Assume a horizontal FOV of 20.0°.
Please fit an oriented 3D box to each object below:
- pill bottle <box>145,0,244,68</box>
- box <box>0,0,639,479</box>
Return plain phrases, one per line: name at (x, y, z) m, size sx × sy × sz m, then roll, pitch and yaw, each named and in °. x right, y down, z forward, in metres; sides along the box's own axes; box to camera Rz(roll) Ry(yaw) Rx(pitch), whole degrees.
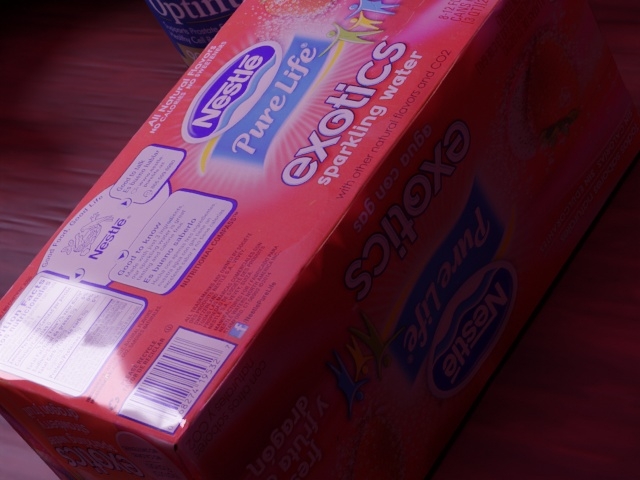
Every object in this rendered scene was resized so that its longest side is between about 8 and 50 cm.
pill bottle at (-0.068, -0.198, 1.018) m, size 0.123 × 0.219 × 0.122 m, roll -18°, pitch 42°, yaw 17°
box at (0.000, 0.000, 0.835) m, size 0.154 × 0.142 × 0.300 m, roll 13°, pitch 57°, yaw 41°
